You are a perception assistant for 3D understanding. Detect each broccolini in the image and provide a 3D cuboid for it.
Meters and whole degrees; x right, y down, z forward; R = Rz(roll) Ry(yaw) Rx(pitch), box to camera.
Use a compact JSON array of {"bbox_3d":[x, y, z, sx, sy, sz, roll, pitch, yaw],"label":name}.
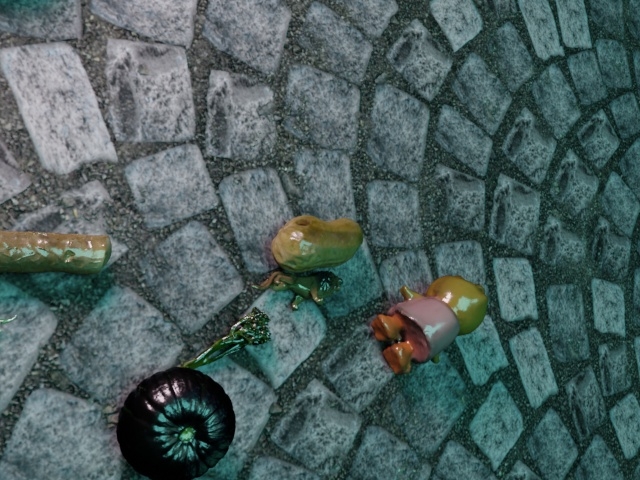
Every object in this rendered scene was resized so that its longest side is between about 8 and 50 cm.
[{"bbox_3d":[-0.174,0.200,1.308,0.201,0.058,0.074,-33,93,-36],"label":"broccolini"}]

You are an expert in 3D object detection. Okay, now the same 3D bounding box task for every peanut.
[{"bbox_3d":[0.000,0.000,1.442,0.236,0.120,0.110,-14,119,-43],"label":"peanut"}]

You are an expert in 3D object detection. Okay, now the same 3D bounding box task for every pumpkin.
[{"bbox_3d":[-0.246,0.315,1.188,0.202,0.140,0.202,-2,95,-26],"label":"pumpkin"}]

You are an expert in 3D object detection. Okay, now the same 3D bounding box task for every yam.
[{"bbox_3d":[-0.509,0.022,1.094,0.357,0.081,0.081,2,80,-34],"label":"yam"}]

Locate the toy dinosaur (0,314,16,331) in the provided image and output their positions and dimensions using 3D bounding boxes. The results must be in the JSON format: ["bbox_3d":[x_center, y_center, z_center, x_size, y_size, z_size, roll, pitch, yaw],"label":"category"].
[{"bbox_3d":[-0.531,0.128,1.093,0.062,0.021,0.083,45,59,-5],"label":"toy dinosaur"}]

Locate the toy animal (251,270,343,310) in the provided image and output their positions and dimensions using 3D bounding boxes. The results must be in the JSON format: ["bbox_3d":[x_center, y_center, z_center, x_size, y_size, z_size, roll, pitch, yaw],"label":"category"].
[{"bbox_3d":[-0.048,0.102,1.415,0.220,0.069,0.086,6,57,-40],"label":"toy animal"}]

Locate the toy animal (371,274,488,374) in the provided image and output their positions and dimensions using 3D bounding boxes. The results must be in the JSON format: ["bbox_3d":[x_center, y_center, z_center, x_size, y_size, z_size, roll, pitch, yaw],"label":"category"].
[{"bbox_3d":[0.263,0.167,1.557,0.281,0.169,0.195,-29,101,-35],"label":"toy animal"}]
